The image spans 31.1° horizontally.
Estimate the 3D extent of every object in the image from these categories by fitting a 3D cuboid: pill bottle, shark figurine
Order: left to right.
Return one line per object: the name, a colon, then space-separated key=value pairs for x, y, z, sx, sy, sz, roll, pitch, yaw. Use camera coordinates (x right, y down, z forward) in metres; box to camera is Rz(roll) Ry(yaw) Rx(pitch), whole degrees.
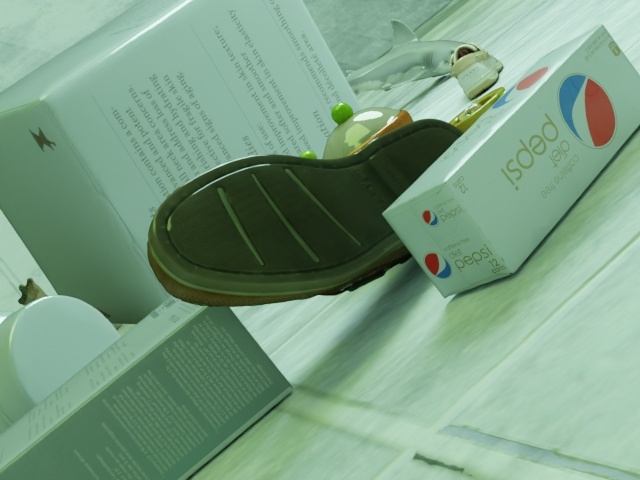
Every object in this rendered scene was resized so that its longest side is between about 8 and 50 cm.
pill bottle: x=-0.328 y=0.174 z=1.111 sx=0.318 sy=0.176 sz=0.176 roll=-31 pitch=11 yaw=35
shark figurine: x=0.107 y=-0.301 z=1.893 sx=0.278 sy=0.116 sz=0.166 roll=-13 pitch=5 yaw=6

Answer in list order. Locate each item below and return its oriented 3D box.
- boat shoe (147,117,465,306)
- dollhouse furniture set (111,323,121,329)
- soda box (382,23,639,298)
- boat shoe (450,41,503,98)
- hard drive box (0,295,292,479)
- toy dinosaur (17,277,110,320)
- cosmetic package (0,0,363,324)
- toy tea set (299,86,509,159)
boat shoe: x=0.000 y=0.000 z=0.839 sx=0.307 sy=0.111 sz=0.104 roll=-15 pitch=-27 yaw=-40
dollhouse furniture set: x=-0.446 y=0.152 z=1.907 sx=0.151 sy=0.123 sz=0.144 roll=-29 pitch=11 yaw=44
soda box: x=0.139 y=-0.058 z=0.772 sx=0.216 sy=0.074 sz=0.069 roll=-44 pitch=10 yaw=-36
boat shoe: x=0.202 y=-0.234 z=1.526 sx=0.063 sy=0.059 sz=0.170 roll=-35 pitch=9 yaw=13
hard drive box: x=-0.152 y=0.141 z=0.858 sx=0.232 sy=0.089 sz=0.181 roll=-38 pitch=8 yaw=-10
toy dinosaur: x=-0.328 y=0.124 z=1.380 sx=0.295 sy=0.127 sz=0.200 roll=-18 pitch=-16 yaw=27
cosmetic package: x=-0.201 y=-0.132 z=1.533 sx=0.393 sy=0.329 sz=0.327 roll=-41 pitch=22 yaw=-30
toy tea set: x=0.042 y=-0.080 z=1.115 sx=0.200 sy=0.124 sz=0.336 roll=-41 pitch=9 yaw=-29
